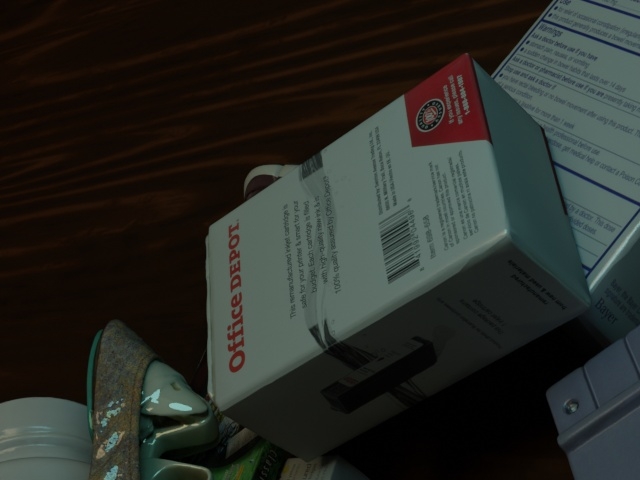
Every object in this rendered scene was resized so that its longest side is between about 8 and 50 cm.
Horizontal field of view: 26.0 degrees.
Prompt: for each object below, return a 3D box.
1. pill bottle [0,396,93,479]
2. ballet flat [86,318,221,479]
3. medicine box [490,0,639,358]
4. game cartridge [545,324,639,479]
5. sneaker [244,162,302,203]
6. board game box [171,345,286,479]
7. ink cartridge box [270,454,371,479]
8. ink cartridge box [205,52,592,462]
[{"bbox_3d":[-0.250,0.345,1.225,0.229,0.229,0.407,-35,38,19],"label":"pill bottle"},{"bbox_3d":[-0.134,0.182,1.113,0.106,0.107,0.316,-13,43,10],"label":"ballet flat"},{"bbox_3d":[0.253,-0.064,1.137,0.289,0.149,0.263,-50,35,-2],"label":"medicine box"},{"bbox_3d":[0.271,0.151,0.835,0.230,0.068,0.355,-43,28,21],"label":"game cartridge"},{"bbox_3d":[0.000,0.000,1.406,0.281,0.106,0.162,-10,55,55],"label":"sneaker"},{"bbox_3d":[-0.086,0.182,1.160,0.136,0.030,0.259,-11,43,39],"label":"board game box"},{"bbox_3d":[-0.030,0.265,1.150,0.176,0.127,0.128,-12,46,42],"label":"ink cartridge box"},{"bbox_3d":[0.048,0.018,1.062,0.273,0.114,0.197,-32,41,25],"label":"ink cartridge box"}]
